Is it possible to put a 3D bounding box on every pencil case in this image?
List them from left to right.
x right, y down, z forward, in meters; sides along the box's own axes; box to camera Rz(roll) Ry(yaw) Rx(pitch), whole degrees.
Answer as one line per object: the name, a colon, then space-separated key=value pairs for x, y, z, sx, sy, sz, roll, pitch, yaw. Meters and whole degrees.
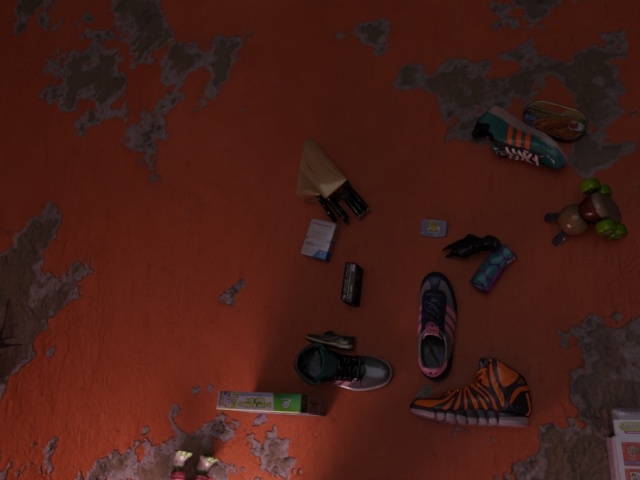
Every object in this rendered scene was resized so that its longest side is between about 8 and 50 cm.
pencil case: x=0.500 y=0.083 z=1.727 sx=0.152 sy=0.064 sz=0.070 roll=-52 pitch=38 yaw=-1

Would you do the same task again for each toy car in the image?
toy car: x=0.731 y=-0.059 z=1.685 sx=0.188 sy=0.149 sz=0.155 roll=-30 pitch=60 yaw=39

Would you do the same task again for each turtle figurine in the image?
turtle figurine: x=-0.383 y=0.754 z=1.726 sx=0.197 sy=0.275 sz=0.266 roll=9 pitch=67 yaw=5

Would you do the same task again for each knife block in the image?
knife block: x=0.051 y=-0.192 z=1.944 sx=0.242 sy=0.088 sz=0.276 roll=4 pitch=75 yaw=18

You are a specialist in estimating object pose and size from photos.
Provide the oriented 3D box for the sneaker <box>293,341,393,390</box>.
sneaker: x=0.051 y=0.364 z=1.724 sx=0.295 sy=0.178 sz=0.124 roll=0 pitch=74 yaw=18

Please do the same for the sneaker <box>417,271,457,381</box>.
sneaker: x=0.330 y=0.234 z=1.700 sx=0.112 sy=0.131 sz=0.319 roll=-5 pitch=72 yaw=17

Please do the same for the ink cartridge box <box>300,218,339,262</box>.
ink cartridge box: x=0.000 y=0.000 z=1.921 sx=0.088 sy=0.052 sz=0.123 roll=14 pitch=80 yaw=21

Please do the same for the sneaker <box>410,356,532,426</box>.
sneaker: x=0.408 y=0.412 z=1.640 sx=0.321 sy=0.124 sz=0.180 roll=2 pitch=70 yaw=7

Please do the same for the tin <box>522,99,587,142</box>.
tin: x=0.708 y=-0.361 z=1.811 sx=0.189 sy=0.040 sz=0.106 roll=24 pitch=86 yaw=23

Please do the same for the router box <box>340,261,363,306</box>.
router box: x=0.097 y=0.135 z=1.826 sx=0.038 sy=0.092 sz=0.123 roll=2 pitch=74 yaw=18

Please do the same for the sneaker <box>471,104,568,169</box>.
sneaker: x=0.590 y=-0.282 z=1.792 sx=0.121 sy=0.108 sz=0.302 roll=-48 pitch=58 yaw=0

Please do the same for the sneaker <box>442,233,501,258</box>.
sneaker: x=0.439 y=0.023 z=1.739 sx=0.089 sy=0.051 sz=0.170 roll=-36 pitch=20 yaw=-20

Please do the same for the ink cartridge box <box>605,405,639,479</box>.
ink cartridge box: x=0.867 y=0.540 z=1.434 sx=0.309 sy=0.130 sz=0.272 roll=-4 pitch=71 yaw=17

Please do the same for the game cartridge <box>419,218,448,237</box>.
game cartridge: x=0.348 y=-0.036 z=1.840 sx=0.083 sy=0.017 sz=0.056 roll=5 pitch=79 yaw=19

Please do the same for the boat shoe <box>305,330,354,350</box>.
boat shoe: x=0.032 y=0.300 z=1.822 sx=0.152 sy=0.056 sz=0.049 roll=11 pitch=72 yaw=11

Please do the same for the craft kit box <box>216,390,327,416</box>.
craft kit box: x=-0.133 y=0.470 z=1.716 sx=0.249 sy=0.246 sz=0.061 roll=-2 pitch=74 yaw=16
